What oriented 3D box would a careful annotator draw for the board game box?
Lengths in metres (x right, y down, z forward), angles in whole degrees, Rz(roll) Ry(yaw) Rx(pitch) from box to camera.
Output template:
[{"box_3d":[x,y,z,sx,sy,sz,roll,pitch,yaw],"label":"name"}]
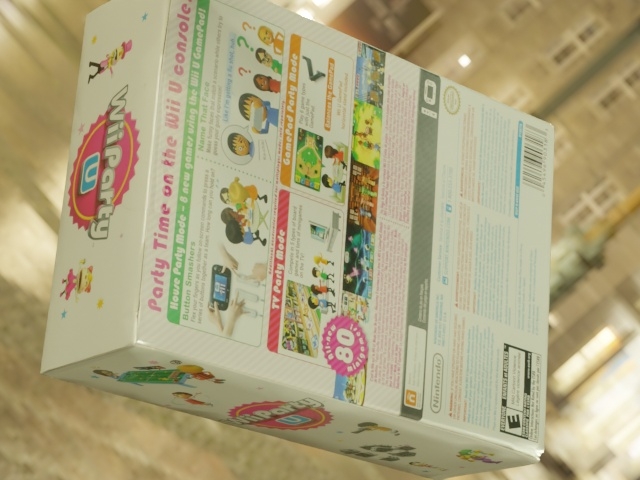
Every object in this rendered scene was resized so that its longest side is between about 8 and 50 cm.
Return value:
[{"box_3d":[0.000,0.000,1.012,0.303,0.097,0.224,20,64,-36],"label":"board game box"}]
